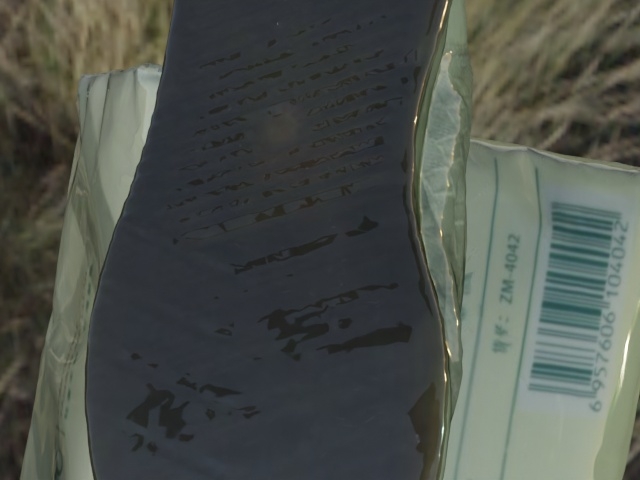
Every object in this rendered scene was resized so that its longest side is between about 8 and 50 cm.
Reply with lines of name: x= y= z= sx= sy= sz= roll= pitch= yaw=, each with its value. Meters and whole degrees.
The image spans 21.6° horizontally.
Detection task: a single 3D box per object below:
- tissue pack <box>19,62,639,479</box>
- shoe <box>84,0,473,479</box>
tissue pack: x=-0.005 y=0.117 z=0.873 sx=0.297 sy=0.207 sz=0.380 roll=12 pitch=89 yaw=-20
shoe: x=0.000 y=0.000 z=0.520 sx=0.103 sy=0.098 sz=0.275 roll=6 pitch=69 yaw=12
